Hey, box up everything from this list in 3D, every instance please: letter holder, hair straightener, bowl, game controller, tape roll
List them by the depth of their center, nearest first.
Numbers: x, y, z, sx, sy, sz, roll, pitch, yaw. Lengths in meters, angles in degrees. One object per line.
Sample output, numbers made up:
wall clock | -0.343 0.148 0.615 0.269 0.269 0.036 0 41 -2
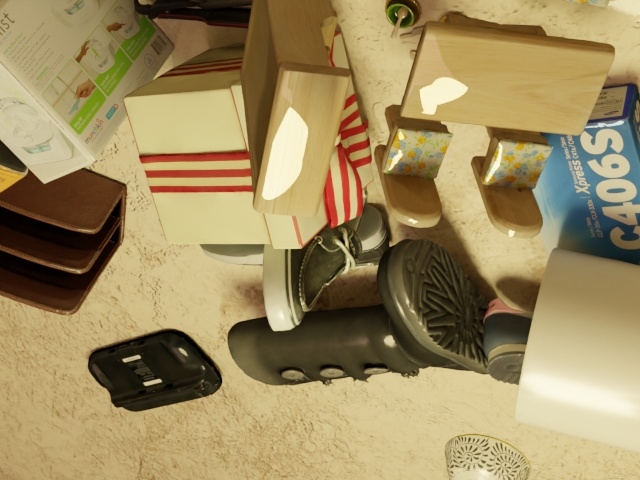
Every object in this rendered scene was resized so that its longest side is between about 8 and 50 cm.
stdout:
tape roll | 0.368 0.145 1.443 0.169 0.246 0.246 13 139 15
hair straightener | -0.172 -0.340 1.471 0.230 0.047 0.089 11 138 23
letter holder | -0.515 -0.029 1.842 0.302 0.214 0.152 22 140 5
bowl | 0.308 0.452 2.054 0.170 0.080 0.170 14 140 12
game controller | -0.346 0.270 2.217 0.319 0.067 0.166 -18 110 39

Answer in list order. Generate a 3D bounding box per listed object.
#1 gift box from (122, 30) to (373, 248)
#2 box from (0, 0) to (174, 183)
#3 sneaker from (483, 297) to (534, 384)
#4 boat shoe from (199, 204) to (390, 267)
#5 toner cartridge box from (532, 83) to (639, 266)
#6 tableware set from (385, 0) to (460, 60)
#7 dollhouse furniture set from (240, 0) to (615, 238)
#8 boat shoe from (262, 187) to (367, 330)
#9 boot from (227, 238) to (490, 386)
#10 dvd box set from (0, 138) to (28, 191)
gift box | -0.071 -0.154 1.465 0.258 0.276 0.255 1 122 31
box | -0.360 -0.256 1.480 0.127 0.262 0.231 -18 125 39
sneaker | 0.398 0.161 1.680 0.319 0.131 0.112 13 139 -22
boat shoe | -0.040 0.007 1.726 0.306 0.113 0.105 -7 139 12
toner cartridge box | 0.381 -0.046 1.476 0.165 0.075 0.348 -3 133 31
tableware set | 0.143 -0.270 1.394 0.104 0.024 0.154 -10 129 34
dollhouse furniture set | 0.126 -0.161 1.164 0.394 0.256 0.362 5 130 -12
boat shoe | 0.000 0.000 1.535 0.119 0.335 0.121 -1 127 13
boot | 0.036 0.133 1.751 0.445 0.146 0.367 -5 148 34
dvd box set | -0.565 -0.174 1.651 0.062 0.307 0.420 19 151 -40
